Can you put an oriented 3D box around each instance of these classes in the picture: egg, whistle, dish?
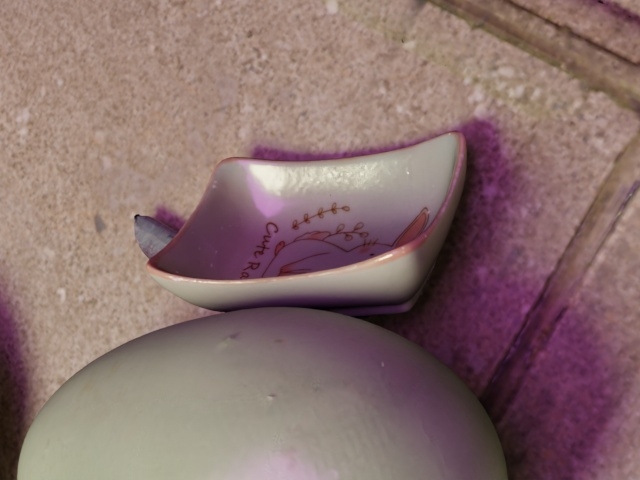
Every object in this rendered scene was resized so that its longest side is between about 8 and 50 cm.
[{"bbox_3d":[-0.052,0.160,0.801,0.371,0.230,0.230,-4,83,35],"label":"egg"},{"bbox_3d":[-0.084,0.028,0.945,0.176,0.033,0.033,28,98,28],"label":"whistle"},{"bbox_3d":[0.000,0.000,0.855,0.212,0.151,0.077,-5,124,28],"label":"dish"}]
